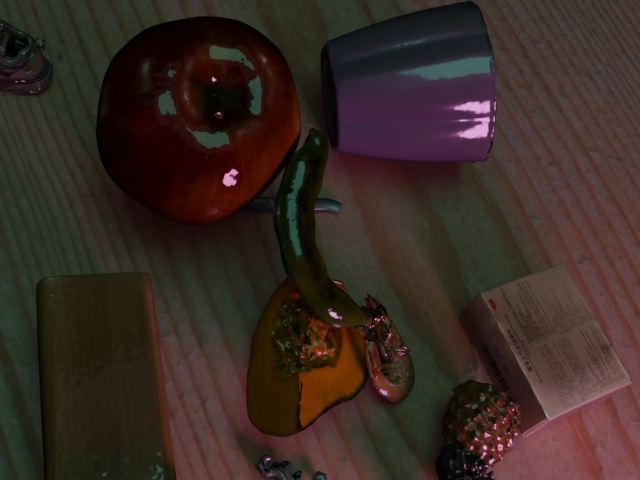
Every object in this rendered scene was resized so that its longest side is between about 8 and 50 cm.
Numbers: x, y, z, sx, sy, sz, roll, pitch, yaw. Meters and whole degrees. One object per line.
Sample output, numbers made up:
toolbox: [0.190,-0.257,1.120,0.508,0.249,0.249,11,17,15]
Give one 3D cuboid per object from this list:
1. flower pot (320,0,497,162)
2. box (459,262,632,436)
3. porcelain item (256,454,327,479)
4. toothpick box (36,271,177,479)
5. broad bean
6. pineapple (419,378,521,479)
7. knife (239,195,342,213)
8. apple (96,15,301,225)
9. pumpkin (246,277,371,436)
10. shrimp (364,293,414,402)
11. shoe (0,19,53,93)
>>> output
flower pot: [0.130,-0.235,1.456,0.243,0.265,0.265,-9,66,-8]
box: [0.335,0.163,1.385,0.168,0.095,0.212,-16,68,-25]
porcelain item: [-0.021,0.335,1.233,0.075,0.021,0.136,-29,74,-27]
toothpick box: [-0.273,0.210,1.140,0.190,0.187,0.308,-4,61,-17]
broad bean: [0.000,0.000,1.245,0.144,0.049,0.292,-27,100,-41]
pineapple: [0.194,0.316,1.265,0.119,0.111,0.237,12,62,25]
knife: [-0.066,-0.056,1.429,0.210,0.015,0.028,1,69,-15]
apple: [-0.173,-0.164,1.278,0.288,0.317,0.288,3,78,-16]
pumpkin: [-0.011,0.185,1.272,0.163,0.111,0.278,35,38,-33]
shrimp: [0.085,0.158,1.321,0.095,0.045,0.162,-28,98,-36]
shoe: [-0.495,-0.281,1.375,0.180,0.092,0.089,10,62,-11]
